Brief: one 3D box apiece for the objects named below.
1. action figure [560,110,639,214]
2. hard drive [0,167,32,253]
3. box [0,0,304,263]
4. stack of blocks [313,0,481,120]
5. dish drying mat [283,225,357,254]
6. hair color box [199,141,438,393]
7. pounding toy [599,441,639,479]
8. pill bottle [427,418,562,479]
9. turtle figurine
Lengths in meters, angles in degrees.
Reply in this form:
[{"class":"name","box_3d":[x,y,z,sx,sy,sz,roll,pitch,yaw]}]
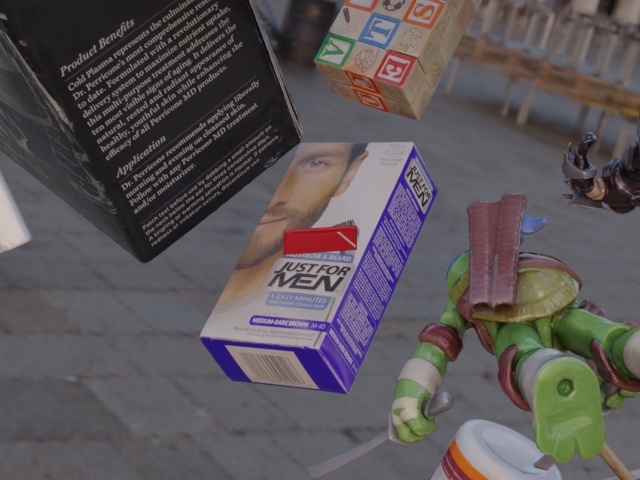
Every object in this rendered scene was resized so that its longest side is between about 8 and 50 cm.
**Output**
[{"class":"action figure","box_3d":[0.397,-0.101,1.563,0.185,0.099,0.285,-10,-17,-11]},{"class":"hard drive","box_3d":[-0.382,-0.139,1.340,0.040,0.307,0.203,-25,9,-11]},{"class":"box","box_3d":[-0.326,-0.303,1.646,0.297,0.471,0.480,-40,48,-19]},{"class":"stack of blocks","box_3d":[0.106,-0.317,1.650,0.171,0.297,0.087,20,-16,27]},{"class":"dish drying mat","box_3d":[0.000,0.000,1.450,0.083,0.032,0.008,-4,33,-8]},{"class":"hair color box","box_3d":[0.003,0.026,1.688,0.185,0.339,0.110,2,-40,33]},{"class":"pounding toy","box_3d":[0.268,0.241,1.102,0.130,0.100,0.141,3,43,-55]},{"class":"pill bottle","box_3d":[0.146,0.304,1.339,0.121,0.221,0.121,25,19,-9]},{"class":"turtle figurine","box_3d":[0.161,0.119,0.959,0.198,0.274,0.266,25,0,-18]}]
